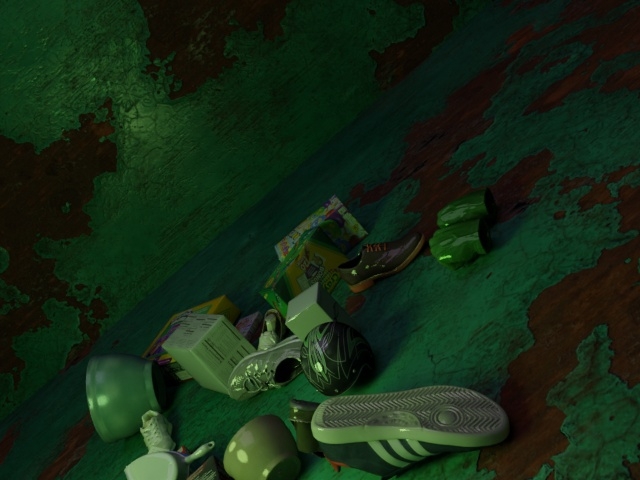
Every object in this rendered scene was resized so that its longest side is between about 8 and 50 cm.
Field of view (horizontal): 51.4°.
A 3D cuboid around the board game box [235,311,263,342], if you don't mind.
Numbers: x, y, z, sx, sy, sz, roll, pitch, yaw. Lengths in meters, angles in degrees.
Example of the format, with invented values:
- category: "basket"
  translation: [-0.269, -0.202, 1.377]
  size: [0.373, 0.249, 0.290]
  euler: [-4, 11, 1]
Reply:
- category: "board game box"
  translation: [-0.262, 0.313, 2.230]
  size: [0.103, 0.026, 0.154]
  euler: [-26, 24, 38]

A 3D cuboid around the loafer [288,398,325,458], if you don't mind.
- category: "loafer"
  translation: [-0.005, 0.384, 1.337]
  size: [0.094, 0.251, 0.087]
  euler: [3, 63, 19]

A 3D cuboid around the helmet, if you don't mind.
- category: "helmet"
  translation: [0.032, 0.272, 1.533]
  size: [0.169, 0.169, 0.161]
  euler: [-33, -20, 24]

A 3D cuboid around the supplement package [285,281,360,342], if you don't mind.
- category: "supplement package"
  translation: [0.008, 0.215, 1.680]
  size: [0.105, 0.179, 0.105]
  euler: [-35, 20, 19]

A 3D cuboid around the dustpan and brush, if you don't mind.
- category: "dustpan and brush"
  translation: [-0.346, 0.541, 1.583]
  size: [0.211, 0.060, 0.147]
  euler: [-38, 55, -1]

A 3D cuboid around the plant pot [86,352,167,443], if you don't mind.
- category: "plant pot"
  translation: [-0.624, 0.502, 2.199]
  size: [0.196, 0.293, 0.293]
  euler: [-13, 21, -1]

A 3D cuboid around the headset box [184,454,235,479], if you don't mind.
- category: "headset box"
  translation: [-0.259, 0.619, 1.427]
  size: [0.218, 0.110, 0.293]
  euler: [-44, 19, -5]

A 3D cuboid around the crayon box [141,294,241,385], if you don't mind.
- category: "crayon box"
  translation: [-0.494, 0.377, 2.425]
  size: [0.363, 0.106, 0.313]
  euler: [-22, 26, 43]

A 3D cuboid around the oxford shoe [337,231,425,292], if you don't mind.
- category: "oxford shoe"
  translation: [0.169, 0.045, 1.864]
  size: [0.271, 0.098, 0.097]
  euler: [-35, 20, 20]

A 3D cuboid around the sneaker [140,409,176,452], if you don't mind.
- category: "sneaker"
  translation: [-0.492, 0.587, 1.980]
  size: [0.087, 0.092, 0.228]
  euler: [-42, 20, -6]

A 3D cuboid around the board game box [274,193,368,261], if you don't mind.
- category: "board game box"
  translation: [0.000, 0.000, 2.226]
  size: [0.275, 0.144, 0.142]
  euler: [-41, 19, 4]

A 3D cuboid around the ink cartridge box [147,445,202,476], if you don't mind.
- category: "ink cartridge box"
  translation: [-0.398, 0.632, 1.615]
  size: [0.134, 0.078, 0.231]
  euler: [1, 50, 30]

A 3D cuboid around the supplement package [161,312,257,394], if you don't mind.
- category: "supplement package"
  translation: [-0.328, 0.343, 2.019]
  size: [0.145, 0.204, 0.262]
  euler: [-49, 20, -25]

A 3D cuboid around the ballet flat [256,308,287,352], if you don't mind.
- category: "ballet flat"
  translation: [-0.148, 0.285, 1.964]
  size: [0.086, 0.086, 0.248]
  euler: [-36, 20, 17]

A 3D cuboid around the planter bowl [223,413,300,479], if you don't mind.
- category: "planter bowl"
  translation: [-0.110, 0.472, 1.425]
  size: [0.162, 0.162, 0.109]
  euler: [-46, 47, -13]

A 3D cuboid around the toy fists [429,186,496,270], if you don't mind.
- category: "toy fists"
  translation: [0.358, -0.027, 1.669]
  size: [0.142, 0.096, 0.279]
  euler: [-18, 27, 30]

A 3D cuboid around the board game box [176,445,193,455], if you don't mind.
- category: "board game box"
  translation: [-0.409, 0.652, 1.745]
  size: [0.193, 0.045, 0.147]
  euler: [-43, 20, -7]

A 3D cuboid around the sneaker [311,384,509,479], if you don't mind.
- category: "sneaker"
  translation: [0.164, 0.357, 1.190]
  size: [0.350, 0.148, 0.131]
  euler: [-5, 26, 21]

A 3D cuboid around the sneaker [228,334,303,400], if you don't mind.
- category: "sneaker"
  translation: [-0.141, 0.352, 1.787]
  size: [0.281, 0.105, 0.115]
  euler: [-36, 20, 15]

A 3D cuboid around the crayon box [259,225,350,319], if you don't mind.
- category: "crayon box"
  translation: [-0.043, 0.111, 2.032]
  size: [0.081, 0.165, 0.278]
  euler: [-17, 31, 51]
